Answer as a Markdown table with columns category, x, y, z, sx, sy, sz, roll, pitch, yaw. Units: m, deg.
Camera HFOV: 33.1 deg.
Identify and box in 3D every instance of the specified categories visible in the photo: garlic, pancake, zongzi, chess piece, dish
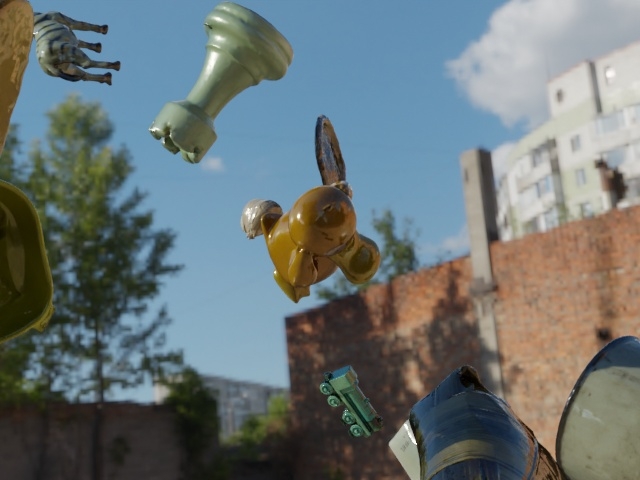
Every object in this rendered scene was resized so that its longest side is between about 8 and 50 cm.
| category | x | y | z | sx | sy | sz | roll | pitch | yaw |
| --- | --- | --- | --- | --- | --- | --- | --- | --- | --- |
| garlic | -0.121 | -0.045 | 2.145 | 0.094 | 0.074 | 0.113 | -32 | -13 | -20 |
| pancake | 0.020 | -0.165 | 2.225 | 0.021 | 0.199 | 0.199 | -10 | -14 | 16 |
| zongzi | 0.232 | 0.327 | 1.260 | 0.134 | 0.286 | 0.288 | -38 | -70 | 23 |
| chess piece | -0.207 | -0.302 | 2.129 | 0.194 | 0.299 | 0.194 | 32 | -11 | 7 |
| dish | -0.527 | 0.037 | 1.619 | 0.221 | 0.262 | 0.108 | -25 | 12 | -33 |

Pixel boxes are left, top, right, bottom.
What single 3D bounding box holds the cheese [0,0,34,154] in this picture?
| category | x | y | z | sx | sy | sz | roll | pitch | yaw |
| --- | --- | --- | --- | --- | --- | --- | --- | --- | --- |
| cheese | -0.510 | -0.115 | 1.366 | 0.104 | 0.384 | 0.384 | 26 | -9 | 10 |

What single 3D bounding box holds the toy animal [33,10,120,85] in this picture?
| category | x | y | z | sx | sy | sz | roll | pitch | yaw |
| --- | --- | --- | --- | --- | --- | --- | --- | --- | --- |
| toy animal | -0.401 | -0.294 | 1.607 | 0.176 | 0.217 | 0.073 | 0 | -55 | -26 |

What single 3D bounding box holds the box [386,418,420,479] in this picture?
| category | x | y | z | sx | sy | sz | roll | pitch | yaw |
| --- | --- | --- | --- | --- | --- | --- | --- | --- | --- |
| box | 0.228 | 0.340 | 1.581 | 0.269 | 0.135 | 0.079 | 26 | -71 | -43 |

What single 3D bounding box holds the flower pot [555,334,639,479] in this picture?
| category | x | y | z | sx | sy | sz | roll | pitch | yaw |
| --- | --- | --- | --- | --- | --- | --- | --- | --- | --- |
| flower pot | 0.629 | 0.355 | 1.886 | 0.330 | 0.293 | 0.293 | 22 | 8 | 42 |

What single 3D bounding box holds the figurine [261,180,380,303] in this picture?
| category | x | y | z | sx | sy | sz | roll | pitch | yaw |
| --- | --- | --- | --- | --- | --- | --- | --- | --- | --- |
| figurine | -0.008 | -0.002 | 1.938 | 0.215 | 0.215 | 0.228 | 5 | -8 | -38 |

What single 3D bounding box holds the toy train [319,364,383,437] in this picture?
| category | x | y | z | sx | sy | sz | roll | pitch | yaw |
| --- | --- | --- | --- | --- | --- | --- | --- | --- | --- |
| toy train | 0.036 | 0.181 | 1.205 | 0.045 | 0.092 | 0.029 | -25 | 18 | 32 |
